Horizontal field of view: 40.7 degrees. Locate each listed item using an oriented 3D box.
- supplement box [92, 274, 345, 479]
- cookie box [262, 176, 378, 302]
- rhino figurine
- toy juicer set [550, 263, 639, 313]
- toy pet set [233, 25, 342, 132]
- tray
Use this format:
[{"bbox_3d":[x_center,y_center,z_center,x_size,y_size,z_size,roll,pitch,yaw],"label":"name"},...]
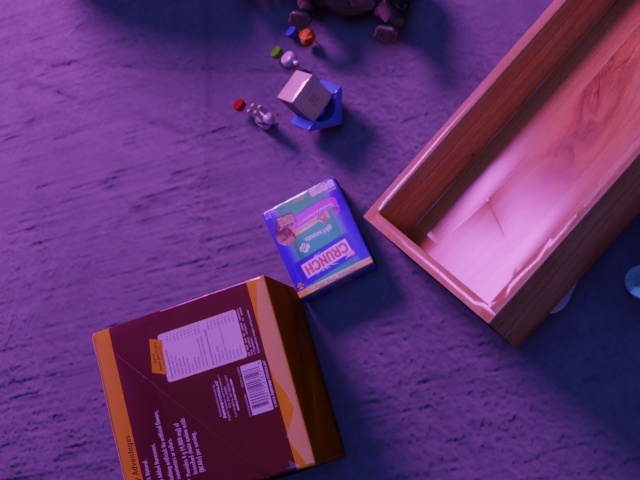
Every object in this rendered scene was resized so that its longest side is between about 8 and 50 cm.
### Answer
[{"bbox_3d":[-0.103,0.163,0.894,0.194,0.129,0.191,-19,76,11],"label":"supplement box"},{"bbox_3d":[0.000,0.000,0.943,0.091,0.040,0.107,-27,75,8],"label":"cookie box"},{"bbox_3d":[-0.009,-0.294,0.978,0.243,0.073,0.106,17,52,18],"label":"rhino figurine"},{"bbox_3d":[0.373,-0.021,0.804,0.329,0.089,0.209,5,69,11],"label":"toy juicer set"},{"bbox_3d":[-0.021,-0.171,0.984,0.122,0.065,0.114,-55,37,-3],"label":"toy pet set"},{"bbox_3d":[0.250,-0.114,0.843,0.411,0.076,0.203,-48,44,1],"label":"tray"}]
